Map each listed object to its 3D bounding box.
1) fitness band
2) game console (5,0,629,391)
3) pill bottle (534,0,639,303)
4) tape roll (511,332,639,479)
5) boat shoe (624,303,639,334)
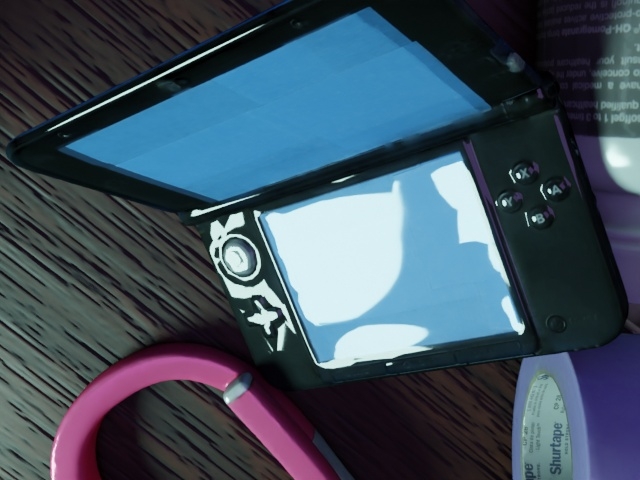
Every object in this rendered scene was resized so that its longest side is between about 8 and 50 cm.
[{"bbox_3d":[-0.089,0.222,0.639,0.209,0.054,0.291,-37,98,9],"label":"fitness band"},{"bbox_3d":[0.000,0.000,0.472,0.293,0.173,0.250,-15,101,34],"label":"game console"},{"bbox_3d":[0.229,-0.126,0.494,0.176,0.176,0.318,-1,102,1],"label":"pill bottle"},{"bbox_3d":[0.198,0.160,0.550,0.080,0.189,0.189,3,102,0],"label":"tape roll"},{"bbox_3d":[0.264,0.058,0.601,0.137,0.043,0.049,30,99,-7],"label":"boat shoe"}]
